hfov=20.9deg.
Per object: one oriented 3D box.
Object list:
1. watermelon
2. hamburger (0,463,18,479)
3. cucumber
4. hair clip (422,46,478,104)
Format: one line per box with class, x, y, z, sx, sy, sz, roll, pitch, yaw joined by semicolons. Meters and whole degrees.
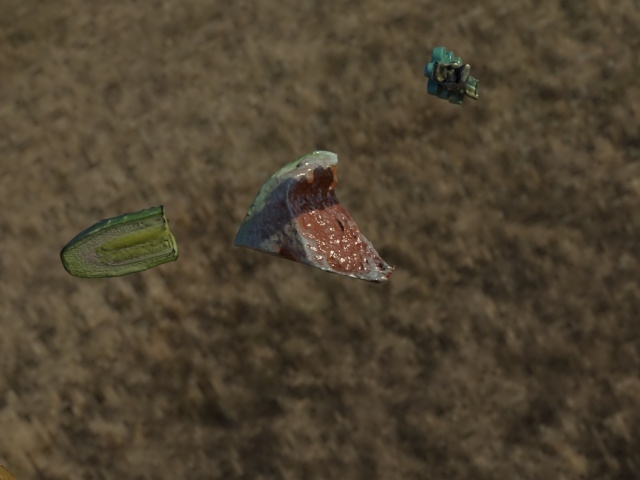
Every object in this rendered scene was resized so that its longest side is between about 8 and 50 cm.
watermelon;-0.017;0.006;1.769;0.098;0.158;0.121;-7;-28;-47
hamburger;-0.370;0.268;1.722;0.144;0.283;0.259;-50;-8;-2
cucumber;-0.191;-0.001;1.627;0.107;0.067;0.035;-14;44;3
hair clip;0.123;-0.153;1.609;0.049;0.049;0.173;-24;-6;10
